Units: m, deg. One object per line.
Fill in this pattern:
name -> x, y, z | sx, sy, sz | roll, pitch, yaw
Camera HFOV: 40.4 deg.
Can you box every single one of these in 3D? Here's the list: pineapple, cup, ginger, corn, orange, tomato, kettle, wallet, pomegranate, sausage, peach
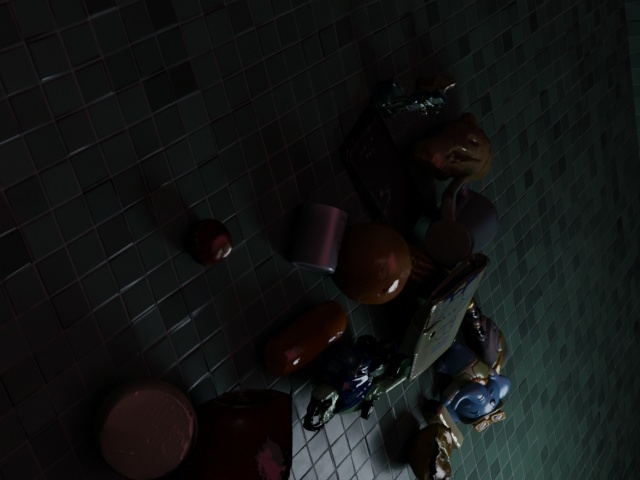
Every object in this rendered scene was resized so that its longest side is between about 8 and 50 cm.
pineapple -> 0.289, -0.383, 2.160 | 0.114, 0.114, 0.077 | -36, 103, -49
cup -> 0.007, 0.000, 1.836 | 0.136, 0.099, 0.133 | 26, 73, -49
ginger -> 0.334, -0.222, 2.205 | 0.354, 0.126, 0.190 | -20, 121, -51
corn -> 0.245, 0.083, 2.138 | 0.363, 0.120, 0.120 | 23, 76, -55
orange -> 0.281, 0.551, 2.239 | 0.170, 0.112, 0.160 | 19, 67, -75
tomato -> -0.200, 0.004, 1.594 | 0.087, 0.075, 0.087 | -14, 108, -49
kettle -> 0.344, -0.051, 2.152 | 0.243, 0.160, 0.210 | -31, 127, -65
wallet -> 0.290, 0.187, 2.111 | 0.223, 0.077, 0.309 | -31, 150, -34
pomegranate -> 0.112, 0.049, 1.904 | 0.191, 0.191, 0.191 | -8, 100, -51
sausage -> -0.027, 0.204, 1.824 | 0.238, 0.098, 0.098 | -32, 119, -44
peach -> -0.175, 0.434, 1.581 | 0.258, 0.201, 0.361 | -111, -145, -77
wallet -> 0.154, -0.145, 2.052 | 0.318, 0.045, 0.172 | 57, 50, -37

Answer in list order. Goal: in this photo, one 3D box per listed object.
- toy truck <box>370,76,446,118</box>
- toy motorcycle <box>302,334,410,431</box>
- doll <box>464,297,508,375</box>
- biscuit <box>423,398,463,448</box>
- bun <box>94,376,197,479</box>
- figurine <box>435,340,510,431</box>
toy truck -> 0.205, -0.332, 1.993 | 0.067, 0.175, 0.081 | 34, 62, -48
toy motorcycle -> 0.072, 0.294, 1.892 | 0.331, 0.125, 0.196 | -16, 129, -57
doll -> 0.457, 0.269, 2.444 | 0.103, 0.145, 0.316 | -33, 118, -7
biscuit -> 0.333, 0.496, 2.340 | 0.052, 0.056, 0.188 | -60, 136, -30
bun -> -0.295, 0.313, 1.468 | 0.173, 0.120, 0.172 | -1, 92, -17
figurine -> 0.397, 0.399, 2.363 | 0.262, 0.154, 0.180 | 47, 66, -24
